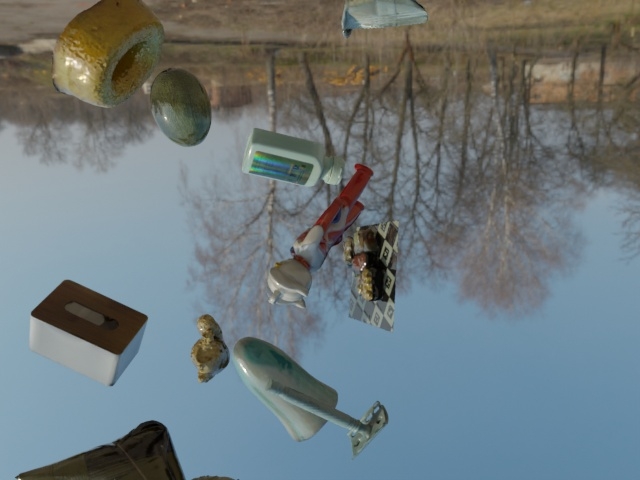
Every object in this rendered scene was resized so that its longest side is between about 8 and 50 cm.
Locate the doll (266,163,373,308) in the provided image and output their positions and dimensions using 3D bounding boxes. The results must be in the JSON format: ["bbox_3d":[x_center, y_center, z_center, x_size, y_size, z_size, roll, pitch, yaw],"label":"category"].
[{"bbox_3d":[0.000,0.000,1.309,0.099,0.188,0.384,27,-126,11],"label":"doll"}]

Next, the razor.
[{"bbox_3d":[0.002,0.313,1.095,0.231,0.106,0.068,29,-158,-19],"label":"razor"}]

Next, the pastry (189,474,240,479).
[{"bbox_3d":[-0.331,0.832,1.746,0.329,0.330,0.136,-7,-159,-15],"label":"pastry"}]

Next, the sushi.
[{"bbox_3d":[0.121,0.094,1.665,0.059,0.293,0.294,6,176,-21],"label":"sushi"}]

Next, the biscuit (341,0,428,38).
[{"bbox_3d":[0.122,-0.568,1.237,0.185,0.309,0.079,-7,155,10],"label":"biscuit"}]

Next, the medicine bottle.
[{"bbox_3d":[-0.060,-0.184,1.387,0.228,0.083,0.121,11,149,-13],"label":"medicine bottle"}]

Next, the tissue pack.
[{"bbox_3d":[-0.598,0.239,1.544,0.245,0.136,0.159,24,-145,0],"label":"tissue pack"}]

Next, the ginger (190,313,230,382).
[{"bbox_3d":[-0.231,0.246,1.260,0.081,0.206,0.115,-19,-123,-15],"label":"ginger"}]

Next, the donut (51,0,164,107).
[{"bbox_3d":[-0.446,-0.408,1.302,0.108,0.278,0.277,35,-160,1],"label":"donut"}]

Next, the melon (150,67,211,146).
[{"bbox_3d":[-0.228,-0.218,0.986,0.097,0.131,0.098,-15,-159,6],"label":"melon"}]

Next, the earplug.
[{"bbox_3d":[-0.124,0.395,1.694,0.185,0.324,0.185,-41,-166,13],"label":"earplug"}]

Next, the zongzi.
[{"bbox_3d":[-0.418,0.554,1.212,0.317,0.154,0.289,-10,-124,-34],"label":"zongzi"}]
